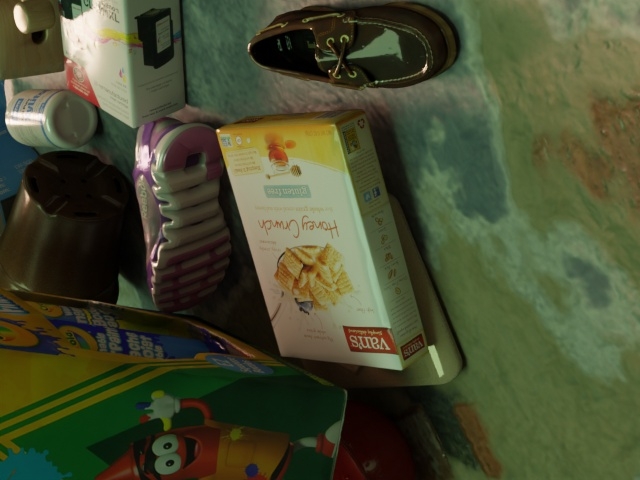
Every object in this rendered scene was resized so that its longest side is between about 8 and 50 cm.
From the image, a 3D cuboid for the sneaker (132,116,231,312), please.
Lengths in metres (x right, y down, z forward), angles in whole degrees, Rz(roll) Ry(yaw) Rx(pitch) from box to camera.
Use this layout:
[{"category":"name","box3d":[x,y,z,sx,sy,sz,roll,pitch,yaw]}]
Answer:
[{"category":"sneaker","box3d":[-0.160,-0.035,1.495,0.104,0.095,0.236,36,133,42]}]

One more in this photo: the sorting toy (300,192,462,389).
[{"category":"sorting toy","box3d":[0.035,0.053,1.349,0.208,0.038,0.193,-13,102,50]}]

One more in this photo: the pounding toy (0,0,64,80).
[{"category":"pounding toy","box3d":[-0.324,-0.273,1.517,0.206,0.094,0.181,37,131,45]}]

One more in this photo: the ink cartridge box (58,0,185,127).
[{"category":"ink cartridge box","box3d":[-0.210,-0.226,1.437,0.127,0.072,0.175,31,135,37]}]

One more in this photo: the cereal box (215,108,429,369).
[{"category":"cereal box","box3d":[0.000,0.000,1.286,0.173,0.047,0.240,1,112,48]}]

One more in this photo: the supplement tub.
[{"category":"supplement tub","box3d":[-0.319,-0.144,1.633,0.107,0.071,0.071,7,118,49]}]

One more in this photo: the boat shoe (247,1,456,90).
[{"category":"boat shoe","box3d":[0.022,-0.162,1.185,0.207,0.073,0.073,8,118,48]}]

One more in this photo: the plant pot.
[{"category":"plant pot","box3d":[-0.305,-0.008,1.643,0.167,0.167,0.165,44,133,25]}]

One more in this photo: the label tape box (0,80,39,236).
[{"category":"label tape box","box3d":[-0.454,0.001,1.745,0.115,0.249,0.348,28,133,39]}]

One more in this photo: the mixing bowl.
[{"category":"mixing bowl","box3d":[0.032,0.232,1.413,0.181,0.098,0.181,31,135,37]}]

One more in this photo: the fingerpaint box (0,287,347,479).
[{"category":"fingerpaint box","box3d":[-0.238,0.153,1.365,0.445,0.371,0.163,-165,85,-66]}]
